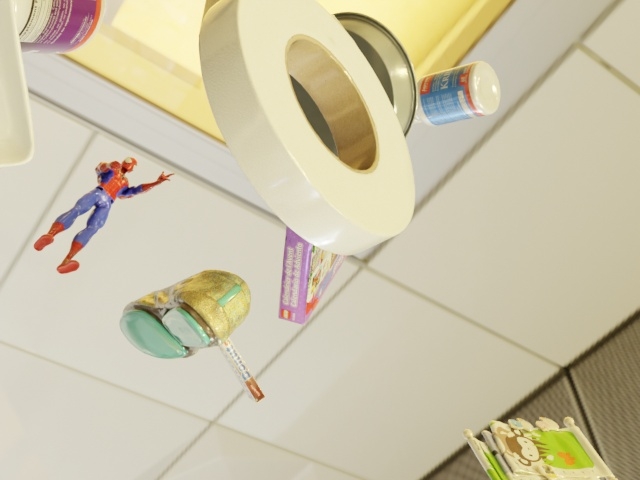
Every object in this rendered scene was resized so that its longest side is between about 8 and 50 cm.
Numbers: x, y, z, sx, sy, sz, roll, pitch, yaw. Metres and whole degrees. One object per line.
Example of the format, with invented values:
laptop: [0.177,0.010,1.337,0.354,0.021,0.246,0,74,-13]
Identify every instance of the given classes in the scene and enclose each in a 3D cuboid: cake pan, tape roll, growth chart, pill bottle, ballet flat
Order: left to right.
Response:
pill bottle: [-0.487,-0.384,1.271,0.181,0.181,0.323,-54,175,18]
ballet flat: [-0.199,0.108,1.223,0.348,0.123,0.123,-20,-132,60]
tape roll: [-0.005,-0.169,1.094,0.072,0.392,0.392,-27,-141,28]
cake pan: [0.049,-0.286,1.566,0.054,0.293,0.293,-30,174,-47]
pill bottle: [0.294,-0.334,1.905,0.221,0.124,0.124,-7,-123,41]
growth chart: [0.327,0.323,1.222,0.172,0.237,0.021,53,-46,51]

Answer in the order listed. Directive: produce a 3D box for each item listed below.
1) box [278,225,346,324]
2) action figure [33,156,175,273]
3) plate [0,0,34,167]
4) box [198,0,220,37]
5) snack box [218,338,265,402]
box: [0.000,0.000,1.571,0.293,0.057,0.201,-55,155,-57]
action figure: [-0.354,-0.073,1.381,0.139,0.091,0.280,-23,-152,29]
plate: [-0.407,-0.193,0.706,0.045,0.277,0.278,-154,-121,-71]
box: [-0.150,-0.556,1.711,0.148,0.121,0.311,-23,-127,51]
snack box: [-0.158,0.208,1.462,0.022,0.178,0.064,-33,-170,-17]
